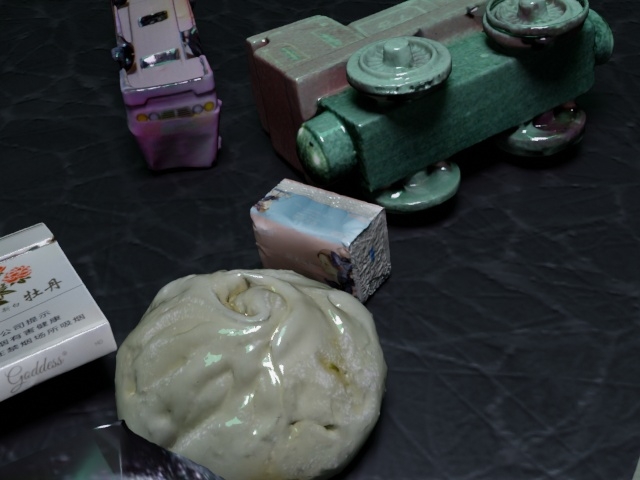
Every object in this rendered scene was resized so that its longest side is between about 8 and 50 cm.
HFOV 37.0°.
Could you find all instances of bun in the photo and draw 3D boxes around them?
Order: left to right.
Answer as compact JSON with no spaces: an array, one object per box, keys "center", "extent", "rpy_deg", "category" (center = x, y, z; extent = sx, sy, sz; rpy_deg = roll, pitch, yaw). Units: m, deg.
[{"center":[-0.049,0.078,0.620],"extent":[0.183,0.102,0.183],"rpy_deg":[-4,43,4],"category":"bun"}]

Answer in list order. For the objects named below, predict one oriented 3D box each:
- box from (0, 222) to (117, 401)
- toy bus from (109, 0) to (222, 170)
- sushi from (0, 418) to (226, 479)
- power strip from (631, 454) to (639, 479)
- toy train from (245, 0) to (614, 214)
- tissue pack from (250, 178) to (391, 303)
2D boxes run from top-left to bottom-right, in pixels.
[{"center":[-0.229,0.048,0.700],"extent":[0.109,0.029,0.198],"rpy_deg":[-23,31,-19],"category":"box"},{"center":[-0.153,-0.179,0.926],"extent":[0.090,0.112,0.274],"rpy_deg":[-11,40,-7],"category":"toy bus"},{"center":[-0.069,0.217,0.365],"extent":[0.215,0.227,0.212],"rpy_deg":[-22,49,-11],"category":"sushi"},{"center":[0.207,0.172,0.518],"extent":[0.093,0.053,0.288],"rpy_deg":[15,45,23],"category":"power strip"},{"center":[0.095,-0.146,0.843],"extent":[0.304,0.150,0.221],"rpy_deg":[-24,37,-18],"category":"toy train"},{"center":[0.000,0.000,0.728],"extent":[0.094,0.074,0.059],"rpy_deg":[18,48,29],"category":"tissue pack"}]
